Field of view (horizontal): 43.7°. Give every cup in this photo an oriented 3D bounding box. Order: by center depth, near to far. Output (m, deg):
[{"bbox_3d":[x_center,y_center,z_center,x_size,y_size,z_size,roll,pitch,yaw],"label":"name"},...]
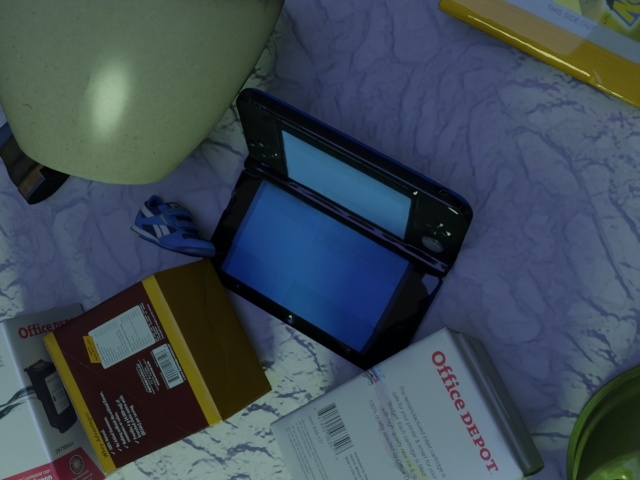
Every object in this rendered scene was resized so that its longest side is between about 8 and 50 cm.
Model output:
[{"bbox_3d":[-0.228,-0.200,0.888,0.331,0.331,0.237,21,108,13],"label":"cup"}]

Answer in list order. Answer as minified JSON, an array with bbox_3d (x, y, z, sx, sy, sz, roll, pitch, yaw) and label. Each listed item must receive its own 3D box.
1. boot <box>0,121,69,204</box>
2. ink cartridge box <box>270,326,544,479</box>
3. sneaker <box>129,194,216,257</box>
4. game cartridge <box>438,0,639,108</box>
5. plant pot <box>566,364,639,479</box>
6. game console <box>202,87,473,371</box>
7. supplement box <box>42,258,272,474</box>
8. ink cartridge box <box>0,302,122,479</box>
[{"bbox_3d":[-0.353,-0.157,1.064,0.219,0.082,0.106,-43,85,15],"label":"boot"},{"bbox_3d":[0.103,0.230,0.899,0.233,0.168,0.171,-31,69,15],"label":"ink cartridge box"},{"bbox_3d":[-0.187,-0.017,1.025,0.144,0.053,0.059,22,90,34],"label":"sneaker"},{"bbox_3d":[0.333,-0.309,0.850,0.324,0.053,0.285,28,106,5],"label":"game cartridge"},{"bbox_3d":[0.353,0.264,0.776,0.276,0.254,0.276,0,89,30],"label":"plant pot"},{"bbox_3d":[0.000,0.000,0.936,0.293,0.250,0.173,29,74,12],"label":"game console"},{"bbox_3d":[-0.204,0.156,1.003,0.194,0.129,0.191,-28,86,24],"label":"supplement box"},{"bbox_3d":[-0.359,0.213,1.040,0.100,0.172,0.237,-21,87,15],"label":"ink cartridge box"}]
